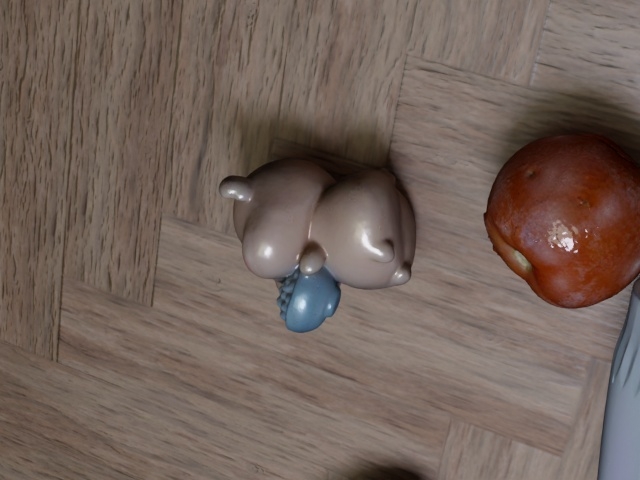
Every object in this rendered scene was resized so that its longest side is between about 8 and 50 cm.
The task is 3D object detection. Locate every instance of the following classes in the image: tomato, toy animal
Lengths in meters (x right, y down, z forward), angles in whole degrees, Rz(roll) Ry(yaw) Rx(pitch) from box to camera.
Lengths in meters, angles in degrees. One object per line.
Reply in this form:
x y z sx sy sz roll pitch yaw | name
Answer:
0.305 -0.029 1.397 0.184 0.208 0.208 -38 91 -8 | tomato
0.007 -0.019 1.535 0.221 0.210 0.229 -32 61 7 | toy animal

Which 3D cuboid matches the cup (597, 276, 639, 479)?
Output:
0.462 0.231 1.397 0.253 0.253 0.372 6 109 23 | cup
